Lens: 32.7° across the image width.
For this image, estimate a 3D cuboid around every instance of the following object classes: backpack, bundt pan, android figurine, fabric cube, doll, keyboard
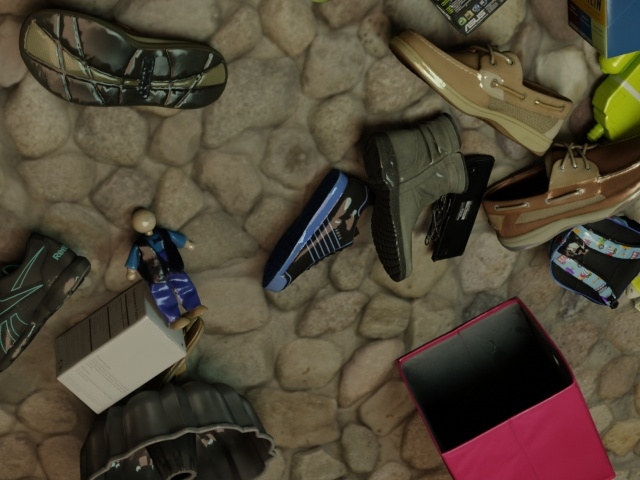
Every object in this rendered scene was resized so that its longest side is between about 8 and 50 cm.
[{"bbox_3d":[0.457,0.014,1.845,0.173,0.117,0.158,22,114,-27],"label":"backpack"},{"bbox_3d":[-0.246,0.340,1.809,0.331,0.124,0.331,-15,148,-10],"label":"bundt pan"},{"bbox_3d":[0.543,-0.244,1.743,0.248,0.056,0.273,31,107,-30],"label":"android figurine"},{"bbox_3d":[0.324,0.310,1.912,0.259,0.254,0.258,-29,124,3],"label":"fabric cube"},{"bbox_3d":[-0.240,0.037,1.683,0.129,0.046,0.189,-34,106,-34],"label":"doll"},{"bbox_3d":[0.219,-0.056,1.794,0.100,0.038,0.192,-9,125,-38],"label":"keyboard"}]

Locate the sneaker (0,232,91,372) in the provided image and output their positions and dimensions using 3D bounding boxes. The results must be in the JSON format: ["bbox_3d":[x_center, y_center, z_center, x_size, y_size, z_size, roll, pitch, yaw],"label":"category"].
[{"bbox_3d":[-0.462,0.099,1.673,0.106,0.101,0.267,39,107,-9],"label":"sneaker"}]

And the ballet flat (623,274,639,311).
[{"bbox_3d":[0.591,0.091,1.963,0.077,0.077,0.231,-24,131,32],"label":"ballet flat"}]

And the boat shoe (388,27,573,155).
[{"bbox_3d":[0.243,-0.243,1.631,0.341,0.121,0.110,24,108,-38],"label":"boat shoe"}]

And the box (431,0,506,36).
[{"bbox_3d":[0.218,-0.416,1.552,0.191,0.045,0.184,-43,120,14],"label":"box"}]

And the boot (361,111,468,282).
[{"bbox_3d":[0.161,-0.066,1.687,0.161,0.083,0.246,-13,104,-21],"label":"boot"}]

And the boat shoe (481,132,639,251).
[{"bbox_3d":[0.401,-0.095,1.728,0.324,0.123,0.116,-30,116,24],"label":"boat shoe"}]

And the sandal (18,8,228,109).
[{"bbox_3d":[-0.273,-0.244,1.505,0.303,0.086,0.120,8,114,-37],"label":"sandal"}]

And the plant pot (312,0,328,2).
[{"bbox_3d":[0.020,-0.450,1.366,0.276,0.276,0.254,28,123,-28],"label":"plant pot"}]

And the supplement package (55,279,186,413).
[{"bbox_3d":[-0.318,0.169,1.733,0.179,0.105,0.105,-34,123,8],"label":"supplement package"}]

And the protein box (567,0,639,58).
[{"bbox_3d":[0.473,-0.400,1.576,0.200,0.136,0.201,-15,124,-5],"label":"protein box"}]

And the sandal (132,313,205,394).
[{"bbox_3d":[-0.245,0.196,1.803,0.180,0.072,0.049,-49,142,11],"label":"sandal"}]

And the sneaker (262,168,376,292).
[{"bbox_3d":[0.000,0.000,1.730,0.090,0.081,0.232,29,109,-21],"label":"sneaker"}]
